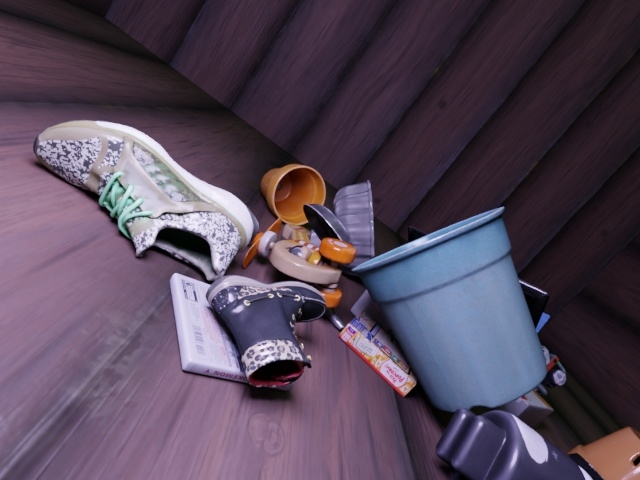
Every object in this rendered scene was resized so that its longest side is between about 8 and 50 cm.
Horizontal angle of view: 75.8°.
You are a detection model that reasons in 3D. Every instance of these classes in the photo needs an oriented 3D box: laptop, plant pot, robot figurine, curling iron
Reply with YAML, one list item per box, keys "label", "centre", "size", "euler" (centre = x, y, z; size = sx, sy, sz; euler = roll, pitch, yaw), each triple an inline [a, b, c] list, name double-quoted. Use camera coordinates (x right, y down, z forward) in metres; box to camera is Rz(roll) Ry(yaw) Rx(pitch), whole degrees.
- label: "laptop"
  centre: [0.483, 0.104, 1.212]
  size: [0.382, 0.236, 0.408]
  euler: [30, -28, 33]
- label: "plant pot"
  centre: [-0.116, -0.177, 1.450]
  size: [0.205, 0.205, 0.188]
  euler: [27, 3, -38]
- label: "plant pot"
  centre: [0.285, 0.149, 0.876]
  size: [0.334, 0.341, 0.341]
  euler: [68, 18, 3]
- label: "robot figurine"
  centre: [0.339, 0.414, 0.704]
  size: [0.278, 0.173, 0.209]
  euler: [37, 25, -2]
- label: "curling iron"
  centre: [-0.020, 0.117, 1.032]
  size: [0.068, 0.035, 0.274]
  euler: [15, 26, -49]
- label: "plant pot"
  centre: [0.875, 0.668, 1.141]
  size: [0.291, 0.203, 0.291]
  euler: [35, 15, -11]

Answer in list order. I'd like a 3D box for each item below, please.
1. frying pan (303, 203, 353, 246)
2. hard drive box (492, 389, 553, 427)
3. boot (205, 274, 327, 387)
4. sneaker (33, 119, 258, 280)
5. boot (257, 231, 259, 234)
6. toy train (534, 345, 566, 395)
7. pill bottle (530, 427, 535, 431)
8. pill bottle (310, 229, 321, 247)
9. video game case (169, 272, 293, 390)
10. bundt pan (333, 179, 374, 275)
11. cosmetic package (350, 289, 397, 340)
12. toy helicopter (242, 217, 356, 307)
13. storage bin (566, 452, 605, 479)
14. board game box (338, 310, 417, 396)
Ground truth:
- label: "frying pan"
  centre: [0.043, 0.019, 1.131]
  size: [0.197, 0.053, 0.326]
  euler: [42, -15, 42]
- label: "hard drive box"
  centre: [0.588, 0.477, 1.277]
  size: [0.232, 0.089, 0.181]
  euler: [25, 18, -42]
- label: "boot"
  centre: [-0.055, 0.147, 0.663]
  size: [0.236, 0.085, 0.178]
  euler: [16, 26, -42]
- label: "sneaker"
  centre: [-0.307, -0.061, 0.726]
  size: [0.410, 0.158, 0.182]
  euler: [28, 34, -17]
- label: "boot"
  centre: [-0.209, -0.018, 0.987]
  size: [0.087, 0.042, 0.118]
  euler: [24, 31, 34]
- label: "toy train"
  centre: [0.700, 0.419, 1.456]
  size: [0.190, 0.142, 0.334]
  euler: [52, -12, -2]
- label: "pill bottle"
  centre: [0.521, 0.527, 0.975]
  size: [0.078, 0.078, 0.137]
  euler: [30, 15, -27]
- label: "pill bottle"
  centre: [0.000, 0.000, 1.352]
  size: [0.087, 0.087, 0.160]
  euler: [37, 15, -3]
- label: "video game case"
  centre: [-0.147, 0.145, 0.664]
  size: [0.183, 0.023, 0.201]
  euler: [27, 17, -36]
- label: "bundt pan"
  centre: [0.107, -0.035, 1.366]
  size: [0.124, 0.331, 0.331]
  euler: [-1, 15, 4]
- label: "cosmetic package"
  centre: [0.300, 0.229, 1.107]
  size: [0.385, 0.217, 0.156]
  euler: [40, 14, 16]
- label: "toy helicopter"
  centre: [-0.066, 0.020, 1.019]
  size: [0.235, 0.140, 0.355]
  euler: [14, 14, -12]
- label: "storage bin"
  centre: [0.659, 0.624, 0.996]
  size: [0.122, 0.084, 0.180]
  euler: [25, 18, -42]
- label: "board game box"
  centre: [0.146, 0.258, 0.973]
  size: [0.193, 0.045, 0.147]
  euler: [41, 14, 13]
